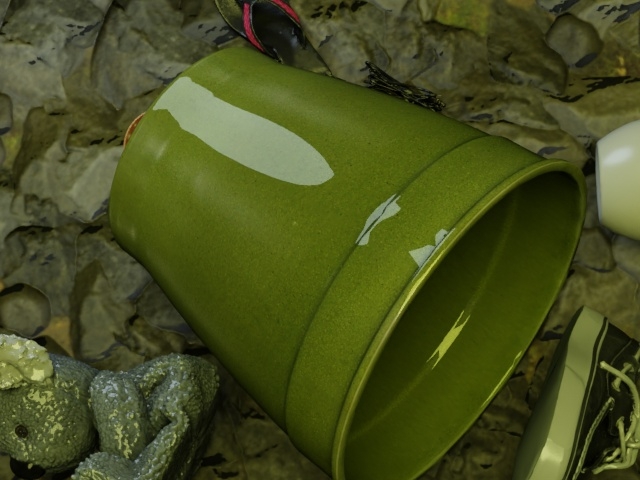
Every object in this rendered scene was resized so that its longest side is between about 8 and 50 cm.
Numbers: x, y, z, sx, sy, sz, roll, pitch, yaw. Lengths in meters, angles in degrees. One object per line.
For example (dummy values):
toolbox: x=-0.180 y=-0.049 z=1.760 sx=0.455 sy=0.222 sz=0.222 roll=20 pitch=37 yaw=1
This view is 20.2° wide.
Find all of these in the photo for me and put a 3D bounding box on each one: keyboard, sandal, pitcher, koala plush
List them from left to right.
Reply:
koala plush: x=-0.228 y=0.174 z=1.736 sx=0.221 sy=0.196 sz=0.203 roll=21 pitch=66 yaw=10
sandal: x=-0.048 y=-0.221 z=1.896 sx=0.067 sy=0.040 sz=0.179 roll=-37 pitch=75 yaw=-6
keyboard: x=0.087 y=-0.117 z=1.869 sx=0.192 sy=0.038 sz=0.100 roll=23 pitch=100 yaw=7
pitcher: x=0.375 y=-0.084 z=1.762 sx=0.207 sy=0.177 sz=0.125 roll=-3 pitch=31 yaw=6

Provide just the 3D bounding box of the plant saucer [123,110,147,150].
plant saucer: x=-0.164 y=-0.099 z=1.885 sx=0.083 sy=0.013 sz=0.083 roll=-1 pitch=75 yaw=3

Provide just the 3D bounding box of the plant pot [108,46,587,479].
plant pot: x=0.000 y=0.000 z=1.698 sx=0.353 sy=0.366 sz=0.366 roll=33 pitch=79 yaw=23

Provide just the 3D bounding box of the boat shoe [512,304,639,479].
boat shoe: x=0.253 y=0.161 z=1.661 sx=0.105 sy=0.306 sz=0.113 roll=26 pitch=110 yaw=5
